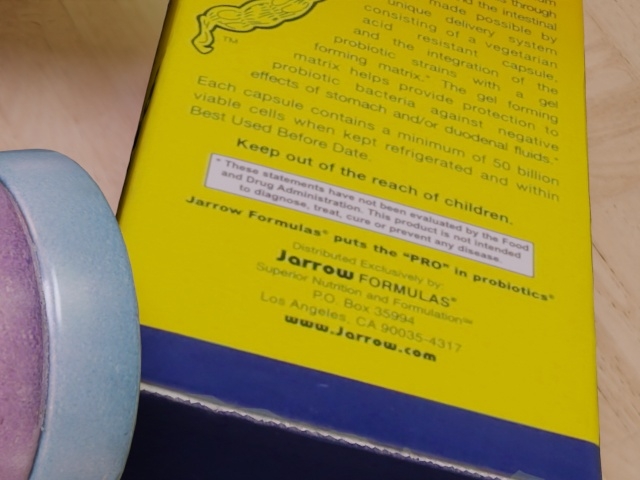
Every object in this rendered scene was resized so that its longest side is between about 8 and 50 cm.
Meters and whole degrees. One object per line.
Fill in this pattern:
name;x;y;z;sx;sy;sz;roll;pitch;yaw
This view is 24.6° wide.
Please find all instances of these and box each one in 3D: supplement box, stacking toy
supplement box;0.000;0.000;0.689;0.195;0.194;0.357;15;46;-8
stacking toy;-0.172;0.046;0.548;0.130;0.309;0.279;0;47;-37
